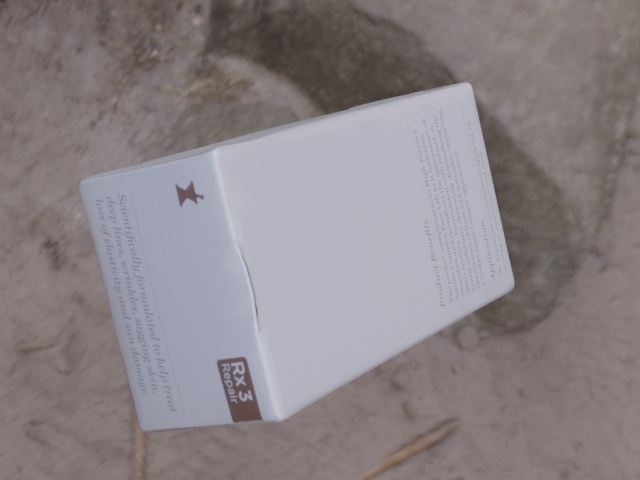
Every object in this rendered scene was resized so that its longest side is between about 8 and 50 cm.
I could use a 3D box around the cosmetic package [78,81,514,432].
[{"bbox_3d":[0.000,0.000,0.678,0.231,0.085,0.117,-19,98,-54],"label":"cosmetic package"}]
